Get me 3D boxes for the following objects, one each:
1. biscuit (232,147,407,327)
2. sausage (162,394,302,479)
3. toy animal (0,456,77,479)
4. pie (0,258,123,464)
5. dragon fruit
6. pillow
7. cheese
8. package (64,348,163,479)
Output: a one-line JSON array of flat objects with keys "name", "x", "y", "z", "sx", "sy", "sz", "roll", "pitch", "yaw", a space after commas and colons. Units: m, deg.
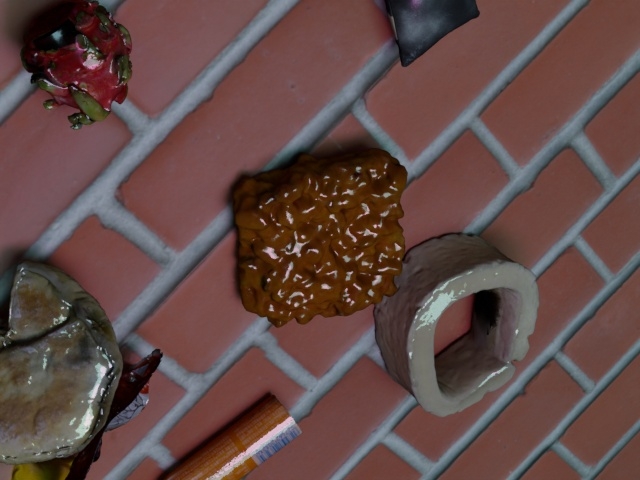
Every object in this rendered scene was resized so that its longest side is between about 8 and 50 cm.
[{"name": "biscuit", "x": 0.000, "y": 0.000, "z": 1.972, "sx": 0.318, "sy": 0.110, "sz": 0.312, "roll": -16, "pitch": 122, "yaw": -22}, {"name": "sausage", "x": -0.184, "y": 0.417, "z": 2.097, "sx": 0.312, "sy": 0.093, "sz": 0.093, "roll": -36, "pitch": 126, "yaw": -8}, {"name": "toy animal", "x": -0.509, "y": 0.415, "z": 1.895, "sx": 0.230, "sy": 0.156, "sz": 0.156, "roll": 28, "pitch": 99, "yaw": -47}, {"name": "pie", "x": -0.472, "y": 0.202, "z": 1.752, "sx": 0.338, "sy": 0.075, "sz": 0.337, "roll": 0, "pitch": 91, "yaw": 4}, {"name": "dragon fruit", "x": -0.349, "y": -0.250, "z": 1.625, "sx": 0.166, "sy": 0.160, "sz": 0.172, "roll": -51, "pitch": 131, "yaw": -27}, {"name": "pillow", "x": 0.171, "y": -0.428, "z": 1.848, "sx": 0.186, "sy": 0.106, "sz": 0.249, "roll": -38, "pitch": 129, "yaw": -16}, {"name": "cheese", "x": 0.265, "y": 0.167, "z": 2.176, "sx": 0.292, "sy": 0.153, "sz": 0.332, "roll": -12, "pitch": 121, "yaw": -23}, {"name": "package", "x": -0.351, "y": 0.297, "z": 1.851, "sx": 0.269, "sy": 0.071, "sz": 0.194, "roll": -54, "pitch": 179, "yaw": -38}]
